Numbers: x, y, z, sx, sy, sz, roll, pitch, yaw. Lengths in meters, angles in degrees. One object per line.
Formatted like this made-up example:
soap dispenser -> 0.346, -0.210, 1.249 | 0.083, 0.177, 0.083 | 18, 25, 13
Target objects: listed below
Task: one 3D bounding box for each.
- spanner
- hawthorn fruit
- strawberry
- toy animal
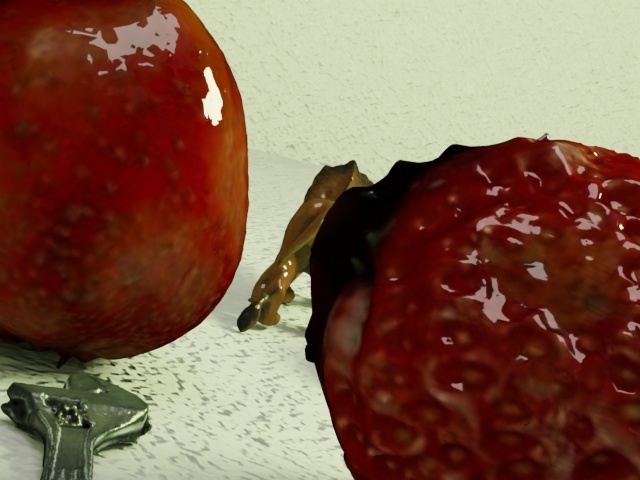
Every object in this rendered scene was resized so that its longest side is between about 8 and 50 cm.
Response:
spanner -> -0.135, 0.129, 0.788 | 0.093, 0.026, 0.325 | 16, 10, -11
hawthorn fruit -> -0.169, -0.068, 1.029 | 0.265, 0.307, 0.265 | 17, 1, 0
strawberry -> 0.163, 0.093, 0.834 | 0.291, 0.292, 0.310 | 8, 35, -46
toy animal -> 0.000, 0.000, 1.416 | 0.097, 0.158, 0.312 | 17, 7, 3
